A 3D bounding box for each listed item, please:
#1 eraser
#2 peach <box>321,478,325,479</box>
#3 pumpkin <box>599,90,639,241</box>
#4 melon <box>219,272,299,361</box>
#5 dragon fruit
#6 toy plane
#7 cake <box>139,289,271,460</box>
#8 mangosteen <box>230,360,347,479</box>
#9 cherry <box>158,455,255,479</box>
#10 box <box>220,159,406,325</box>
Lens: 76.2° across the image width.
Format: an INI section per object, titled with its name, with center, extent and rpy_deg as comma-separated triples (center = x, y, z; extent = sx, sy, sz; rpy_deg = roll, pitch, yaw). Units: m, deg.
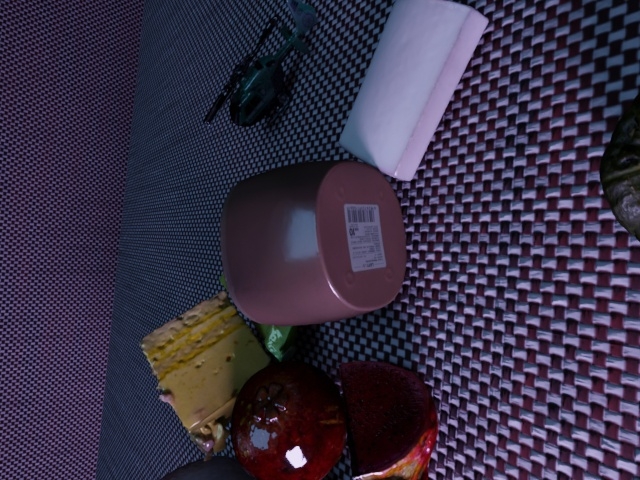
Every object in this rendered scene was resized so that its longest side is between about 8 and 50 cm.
[eraser]
center = 0.143, -0.259, 0.699
extent = 0.174, 0.094, 0.270
rpy_deg = 44, 118, 45
[peach]
center = -0.039, 0.520, 0.785
extent = 0.152, 0.152, 0.152
rpy_deg = -10, 77, 50
[pumpkin]
center = 0.365, -0.073, 0.343
extent = 0.223, 0.157, 0.224
rpy_deg = 2, 92, 62
[melon]
center = -0.121, 0.145, 0.952
extent = 0.323, 0.124, 0.196
rpy_deg = 51, 128, 38
[dragon fruit]
center = 0.102, 0.299, 0.621
extent = 0.189, 0.163, 0.262
rpy_deg = -40, 12, 12
[toy plane]
center = -0.137, -0.422, 1.037
extent = 0.381, 0.155, 0.106
rpy_deg = -45, 49, 17
[cake]
center = -0.218, 0.306, 0.908
extent = 0.286, 0.227, 0.222
rpy_deg = 49, 159, 25
[mangosteen]
center = -0.044, 0.349, 0.762
extent = 0.215, 0.257, 0.215
rpy_deg = -15, 45, 16
[cherry]
center = -0.246, 0.644, 0.895
extent = 0.326, 0.335, 0.291
rpy_deg = 10, 76, 29
[box]
center = 0.000, 0.000, 0.707
extent = 0.216, 0.301, 0.301
rpy_deg = -13, 75, 44
